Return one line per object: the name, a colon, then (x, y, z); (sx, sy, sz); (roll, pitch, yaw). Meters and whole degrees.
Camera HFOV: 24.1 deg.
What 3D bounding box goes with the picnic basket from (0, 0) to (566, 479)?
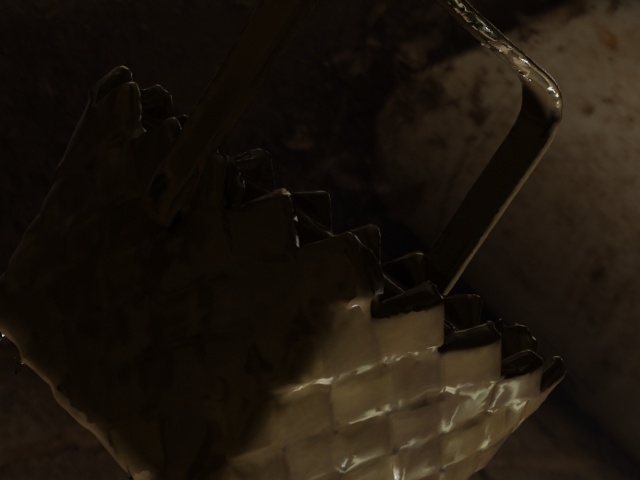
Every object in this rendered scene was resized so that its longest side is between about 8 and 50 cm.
picnic basket: (0.000, 0.000, 0.865); (0.254, 0.291, 0.321); (31, 93, -48)
